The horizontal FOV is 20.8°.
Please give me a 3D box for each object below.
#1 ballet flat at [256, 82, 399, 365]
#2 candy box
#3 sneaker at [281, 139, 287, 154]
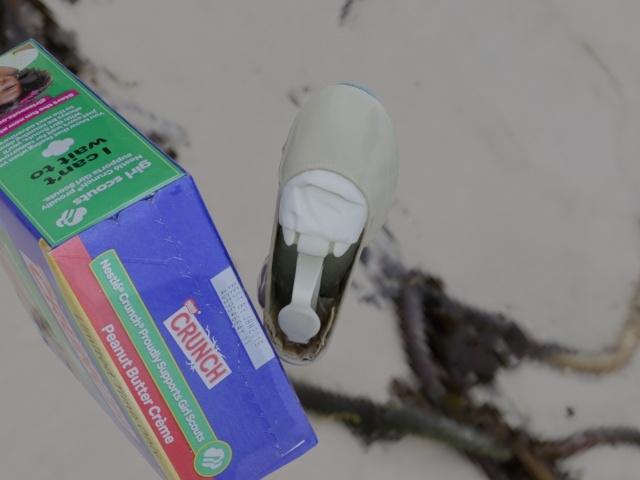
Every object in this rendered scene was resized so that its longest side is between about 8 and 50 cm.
[{"bbox_3d":[0.000,0.000,1.235,0.086,0.248,0.086,6,48,-6],"label":"ballet flat"},{"bbox_3d":[-0.161,0.022,1.339,0.317,0.122,0.268,36,-25,52],"label":"candy box"},{"bbox_3d":[0.007,-0.090,1.478,0.037,0.083,0.032,52,8,-21],"label":"sneaker"}]
